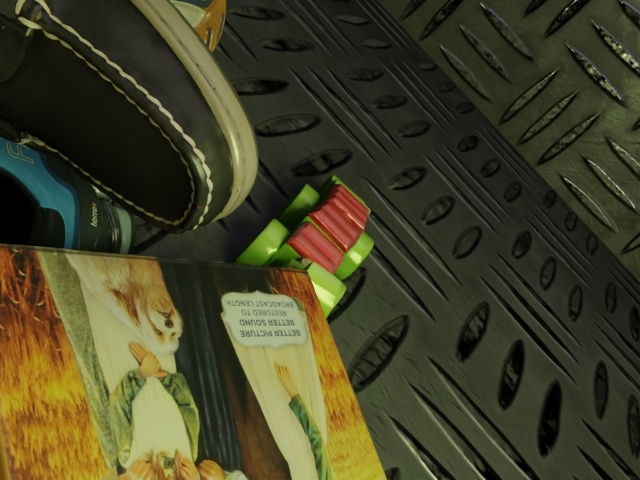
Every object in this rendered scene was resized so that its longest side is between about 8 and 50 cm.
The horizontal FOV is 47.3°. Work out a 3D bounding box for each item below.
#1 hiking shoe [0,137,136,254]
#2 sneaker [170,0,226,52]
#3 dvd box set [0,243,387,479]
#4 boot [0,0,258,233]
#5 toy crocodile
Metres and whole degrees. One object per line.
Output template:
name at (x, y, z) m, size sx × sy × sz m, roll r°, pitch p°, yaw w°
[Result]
hiking shoe at (-0.266, -0.086, 0.544) m, size 0.304 × 0.113 × 0.132 m, roll 46°, pitch 16°, yaw 1°
sneaker at (-0.225, -0.231, 0.659) m, size 0.131 × 0.112 × 0.296 m, roll 28°, pitch 11°, yaw 31°
dvd box set at (-0.052, 0.205, 0.454) m, size 0.307 × 0.062 × 0.420 m, roll 9°, pitch 53°, yaw -50°
boot at (-0.244, -0.083, 0.353) m, size 0.377 × 0.138 × 0.284 m, roll 42°, pitch 47°, yaw 1°
toy crocodile at (0.000, 0.000, 0.829) m, size 0.115 × 0.105 × 0.340 m, roll 44°, pitch 27°, yaw -5°
